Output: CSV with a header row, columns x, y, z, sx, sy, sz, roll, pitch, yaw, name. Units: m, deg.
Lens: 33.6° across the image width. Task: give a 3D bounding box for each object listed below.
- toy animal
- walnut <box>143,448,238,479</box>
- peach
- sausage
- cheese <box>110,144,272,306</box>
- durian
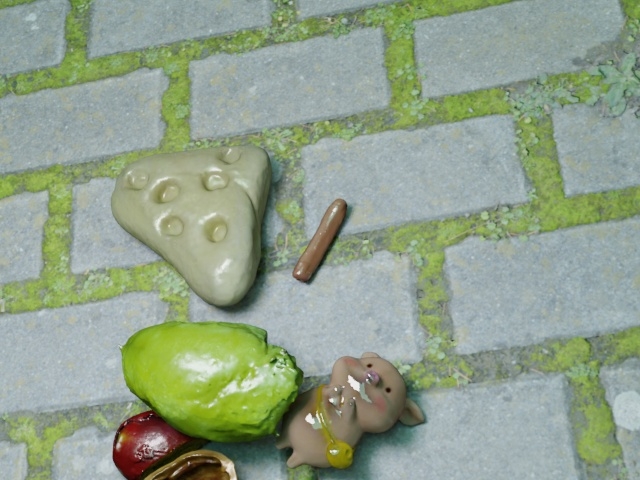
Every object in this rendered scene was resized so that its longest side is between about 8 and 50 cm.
x,y,z,sx,sy,sz,roll,pitch,yaw,name
0.037,0.299,1.813,0.248,0.149,0.165,-30,74,-12,toy animal
-0.223,0.461,1.816,0.211,0.087,0.167,-33,52,-8,walnut
-0.292,0.362,1.889,0.172,0.092,0.127,-14,55,9,peach
0.000,0.000,2.048,0.043,0.043,0.186,21,69,24,sausage
-0.272,-0.027,2.084,0.328,0.129,0.351,0,59,12,cheese
-0.197,0.239,1.852,0.340,0.256,0.204,2,101,1,durian
